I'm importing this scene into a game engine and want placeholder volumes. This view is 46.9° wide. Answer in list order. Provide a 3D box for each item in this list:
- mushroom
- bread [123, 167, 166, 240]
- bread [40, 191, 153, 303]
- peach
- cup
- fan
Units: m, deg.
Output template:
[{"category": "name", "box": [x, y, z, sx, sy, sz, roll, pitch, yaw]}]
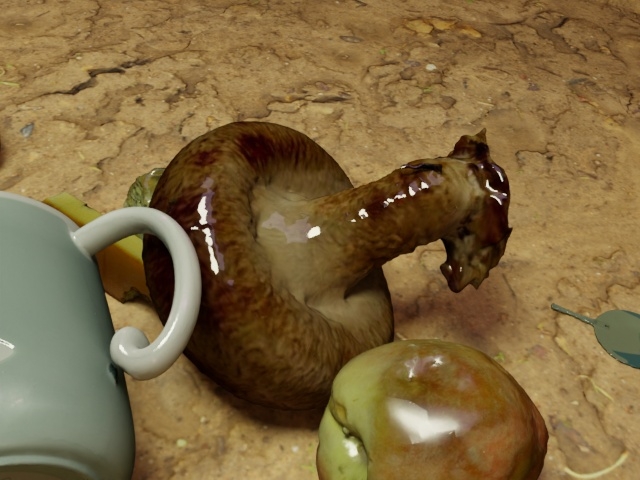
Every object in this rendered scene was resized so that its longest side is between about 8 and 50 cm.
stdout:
[{"category": "mushroom", "box": [-0.005, 0.021, 0.820, 0.356, 0.331, 0.334, -4, -10, 42]}, {"category": "bread", "box": [-0.129, -0.049, 1.035, 0.267, 0.130, 0.152, -10, 33, -24]}, {"category": "bread", "box": [-0.271, 0.021, 0.949, 0.226, 0.088, 0.049, 30, 39, 23]}, {"category": "peach", "box": [0.120, 0.192, 0.719, 0.235, 0.214, 0.214, -7, 40, -31]}, {"category": "cup", "box": [-0.261, 0.112, 0.659, 0.356, 0.259, 0.274, -29, 49, 1]}, {"category": "fan", "box": [0.405, 0.124, 1.024, 0.175, 0.005, 0.113, 23, 40, 14]}]
